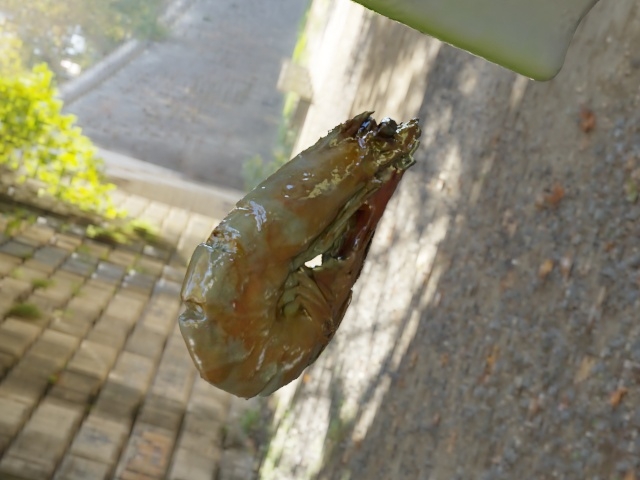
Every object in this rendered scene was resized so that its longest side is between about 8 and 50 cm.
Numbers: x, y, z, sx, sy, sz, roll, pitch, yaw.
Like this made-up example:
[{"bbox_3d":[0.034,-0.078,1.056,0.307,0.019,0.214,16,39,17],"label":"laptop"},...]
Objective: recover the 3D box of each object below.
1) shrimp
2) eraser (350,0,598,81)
[{"bbox_3d":[-0.001,0.000,0.868,0.294,0.062,0.154,-47,-52,-25],"label":"shrimp"},{"bbox_3d":[-0.012,-0.181,0.481,0.210,0.274,0.092,49,116,36],"label":"eraser"}]
